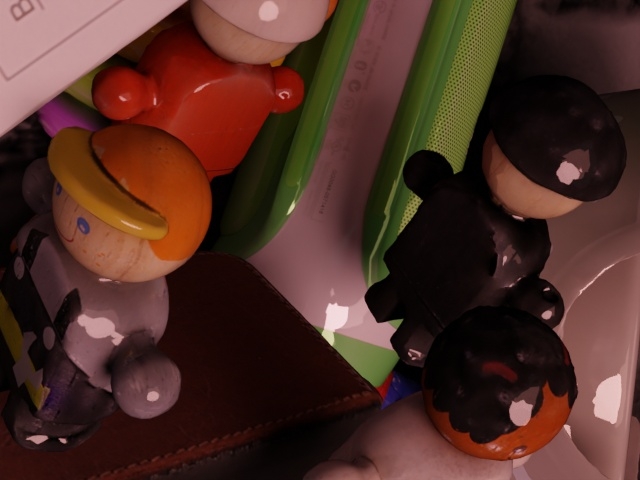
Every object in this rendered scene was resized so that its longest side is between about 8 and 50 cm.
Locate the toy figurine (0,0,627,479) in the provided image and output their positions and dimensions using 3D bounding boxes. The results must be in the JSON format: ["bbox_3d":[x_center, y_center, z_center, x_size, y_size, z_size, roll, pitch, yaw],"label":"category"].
[{"bbox_3d":[0.000,0.000,0.424,0.213,0.209,0.148,30,129,-6],"label":"toy figurine"}]

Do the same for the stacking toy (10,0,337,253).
[{"bbox_3d":[-0.087,-0.092,0.562,0.175,0.166,0.302,1,124,-46],"label":"stacking toy"}]

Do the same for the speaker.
[{"bbox_3d":[0.029,-0.076,0.631,0.131,0.131,0.296,21,87,-43],"label":"speaker"}]

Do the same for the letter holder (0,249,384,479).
[{"bbox_3d":[-0.167,0.086,0.492,0.302,0.214,0.152,-10,133,-41],"label":"letter holder"}]

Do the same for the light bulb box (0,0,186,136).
[{"bbox_3d":[-0.288,-0.130,0.295,0.361,0.225,0.358,-41,126,-17],"label":"light bulb box"}]

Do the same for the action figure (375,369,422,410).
[{"bbox_3d":[0.066,0.127,0.784,0.091,0.139,0.280,-49,130,-10],"label":"action figure"}]

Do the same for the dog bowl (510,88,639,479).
[{"bbox_3d":[0.168,0.067,0.749,0.349,0.102,0.348,6,90,-73],"label":"dog bowl"}]
